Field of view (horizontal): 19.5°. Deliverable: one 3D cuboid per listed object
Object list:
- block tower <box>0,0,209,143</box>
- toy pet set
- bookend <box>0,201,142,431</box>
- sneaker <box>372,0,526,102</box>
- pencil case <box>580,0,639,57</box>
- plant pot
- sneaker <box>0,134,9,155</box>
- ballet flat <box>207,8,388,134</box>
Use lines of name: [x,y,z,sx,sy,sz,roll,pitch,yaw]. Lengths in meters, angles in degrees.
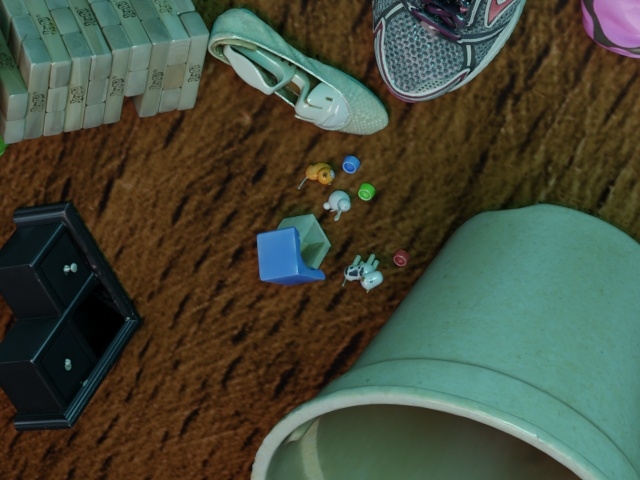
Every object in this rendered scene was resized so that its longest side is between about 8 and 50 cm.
block tower: [-0.266,-0.136,1.505,0.091,0.335,0.097,61,152,33]
toy pet set: [0.000,0.000,1.646,0.114,0.065,0.122,-10,124,34]
bookend: [-0.266,0.073,1.789,0.072,0.156,0.157,-7,125,33]
sneaker: [0.102,-0.211,1.365,0.121,0.112,0.299,27,137,3]
pencil case: [0.237,-0.229,1.293,0.098,0.095,0.209,44,152,40]
plant pot: [0.152,0.144,1.524,0.333,0.305,0.334,14,134,15]
sneaker: [-0.383,-0.190,1.633,0.202,0.185,0.483,48,147,26]
ballet flat: [-0.023,-0.129,1.549,0.168,0.052,0.057,33,136,-4]
